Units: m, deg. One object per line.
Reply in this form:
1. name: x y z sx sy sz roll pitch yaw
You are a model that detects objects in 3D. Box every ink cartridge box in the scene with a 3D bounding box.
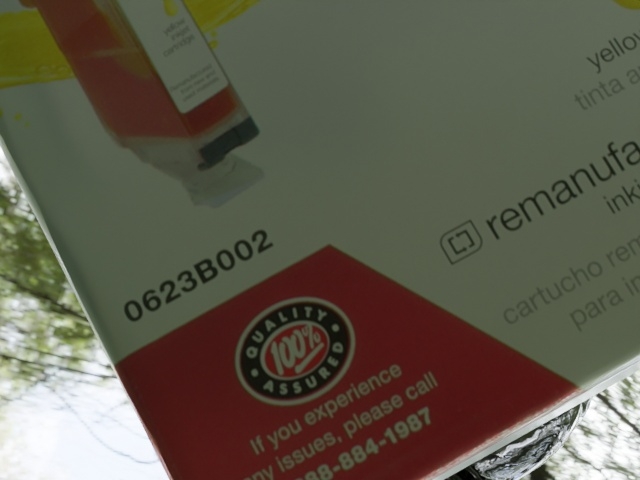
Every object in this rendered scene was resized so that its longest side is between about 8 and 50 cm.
1. ink cartridge box: -0.004 -0.085 0.530 0.279 0.160 0.385 -29 -104 -5

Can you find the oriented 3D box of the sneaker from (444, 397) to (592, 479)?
1. sneaker: 0.058 0.187 0.885 0.125 0.140 0.341 47 -59 -9
